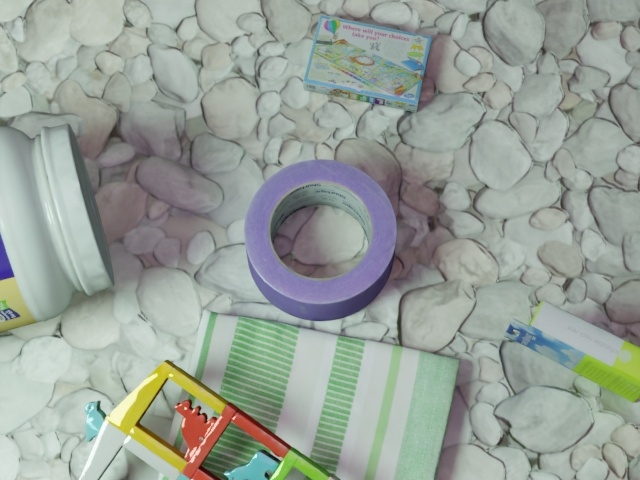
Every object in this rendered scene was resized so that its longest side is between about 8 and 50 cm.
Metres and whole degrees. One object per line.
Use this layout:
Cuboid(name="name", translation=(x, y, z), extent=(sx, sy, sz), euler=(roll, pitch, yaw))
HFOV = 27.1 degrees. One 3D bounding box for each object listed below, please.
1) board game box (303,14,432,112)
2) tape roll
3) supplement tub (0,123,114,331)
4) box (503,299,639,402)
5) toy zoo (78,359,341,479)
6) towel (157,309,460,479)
Cuboid(name="board game box", translation=(0.063, -0.235, 1.759), extent=(0.154, 0.026, 0.103), euler=(12, 71, 4))
Cuboid(name="tape roll", translation=(0.000, 0.000, 1.649), extent=(0.189, 0.080, 0.189), euler=(0, 70, 0))
Cuboid(name="supplement tub", translation=(-0.431, 0.001, 1.564), extent=(0.331, 0.241, 0.241), euler=(-15, 71, -5))
Cuboid(name="box", translation=(0.312, 0.129, 1.587), extent=(0.178, 0.109, 0.042), euler=(27, 77, 9))
Cuboid(name="toy zoo", translation=(-0.150, 0.272, 1.532), extent=(0.293, 0.030, 0.192), euler=(35, 91, 3))
Cuboid(name="towel", translation=(-0.013, 0.224, 1.593), extent=(0.325, 0.038, 0.247), euler=(12, 70, 4))
